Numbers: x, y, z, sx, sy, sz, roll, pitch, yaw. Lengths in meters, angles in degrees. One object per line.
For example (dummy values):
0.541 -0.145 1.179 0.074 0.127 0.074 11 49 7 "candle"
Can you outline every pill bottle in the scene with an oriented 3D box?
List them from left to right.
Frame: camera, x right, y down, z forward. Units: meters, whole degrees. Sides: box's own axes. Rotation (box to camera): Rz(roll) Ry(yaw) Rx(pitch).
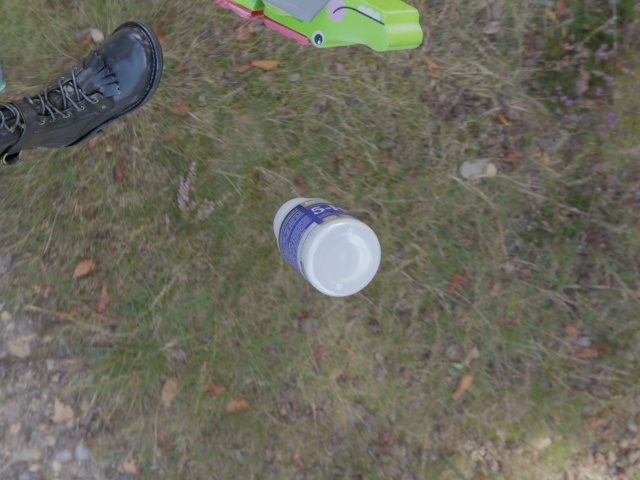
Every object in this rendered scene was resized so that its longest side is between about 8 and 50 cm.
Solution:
0.000 0.000 1.258 0.112 0.187 0.111 -7 109 -21 "pill bottle"

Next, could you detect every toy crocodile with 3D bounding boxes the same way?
-0.055 -0.255 0.841 0.341 0.115 0.105 32 120 21 "toy crocodile"

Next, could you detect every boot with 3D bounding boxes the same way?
-0.330 -0.159 1.058 0.263 0.229 0.091 -37 89 32 "boot"

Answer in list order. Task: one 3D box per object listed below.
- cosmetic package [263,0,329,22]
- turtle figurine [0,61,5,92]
0.005 -0.237 0.532 0.107 0.238 0.127 24 79 -12 "cosmetic package"
-0.395 -0.206 0.902 0.118 0.234 0.175 -39 144 26 "turtle figurine"
